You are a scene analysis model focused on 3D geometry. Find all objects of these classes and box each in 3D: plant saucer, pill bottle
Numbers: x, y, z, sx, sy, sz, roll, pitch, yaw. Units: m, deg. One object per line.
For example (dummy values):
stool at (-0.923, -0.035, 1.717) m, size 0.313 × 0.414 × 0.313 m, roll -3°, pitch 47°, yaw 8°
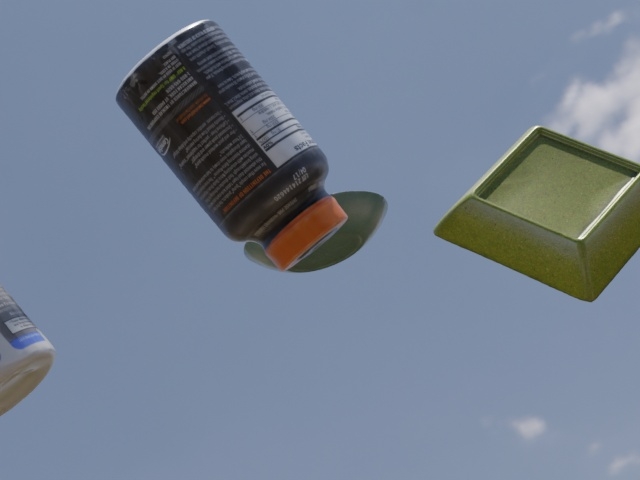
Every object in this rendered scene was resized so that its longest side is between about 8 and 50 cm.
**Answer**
plant saucer at (0.239, -0.043, 1.625) m, size 0.188 × 0.188 × 0.045 m, roll -44°, pitch -36°, yaw -33°
plant saucer at (0.000, 0.000, 2.056) m, size 0.195 × 0.037 × 0.195 m, roll -18°, pitch -22°, yaw -7°
pill bottle at (-0.081, -0.088, 1.608) m, size 0.130 × 0.245 × 0.130 m, roll -39°, pitch -4°, yaw -3°
pill bottle at (-0.234, 0.044, 0.995) m, size 0.078 × 0.137 × 0.078 m, roll -40°, pitch -11°, yaw -10°
